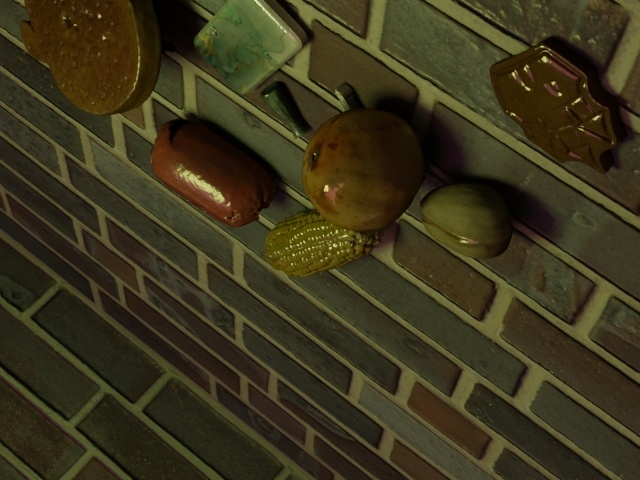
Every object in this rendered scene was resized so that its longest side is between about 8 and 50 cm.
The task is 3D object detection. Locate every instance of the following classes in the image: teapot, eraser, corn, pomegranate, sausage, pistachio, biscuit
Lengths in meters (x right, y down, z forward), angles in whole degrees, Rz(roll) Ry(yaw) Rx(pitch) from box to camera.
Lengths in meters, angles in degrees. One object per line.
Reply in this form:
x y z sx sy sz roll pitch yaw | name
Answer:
-0.062 -0.233 2.022 0.043 0.043 0.110 3 138 53 | teapot
0.056 -0.220 1.883 0.019 0.027 0.099 13 142 49 | eraser
0.000 0.000 2.182 0.130 0.130 0.347 51 149 -16 | corn
0.070 -0.114 1.818 0.207 0.207 0.207 33 152 20 | pomegranate
-0.224 -0.139 2.268 0.280 0.152 0.152 35 153 11 | sausage
0.236 -0.033 1.798 0.185 0.124 0.124 12 140 44 | pistachio
-0.434 -0.422 2.067 0.350 0.070 0.394 -12 97 43 | biscuit
0.335 -0.175 1.547 0.215 0.034 0.182 49 154 -12 | biscuit

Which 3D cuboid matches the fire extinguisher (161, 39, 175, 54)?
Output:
-0.421 -0.388 2.221 0.135 0.114 0.337 21 169 -34 | fire extinguisher

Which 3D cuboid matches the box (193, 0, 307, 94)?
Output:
-0.126 -0.347 1.938 0.142 0.044 0.285 44 155 -10 | box
